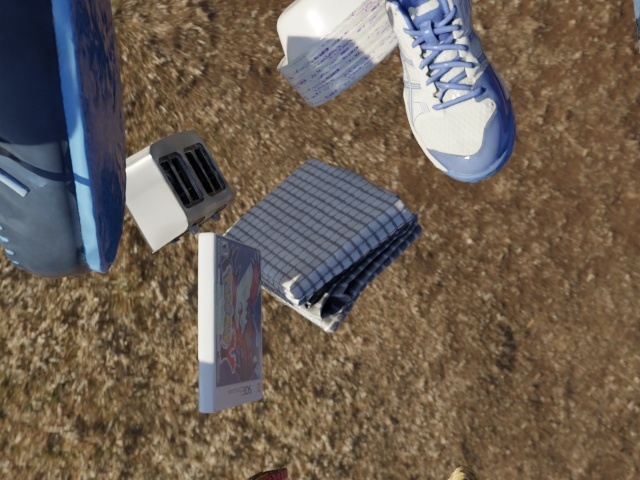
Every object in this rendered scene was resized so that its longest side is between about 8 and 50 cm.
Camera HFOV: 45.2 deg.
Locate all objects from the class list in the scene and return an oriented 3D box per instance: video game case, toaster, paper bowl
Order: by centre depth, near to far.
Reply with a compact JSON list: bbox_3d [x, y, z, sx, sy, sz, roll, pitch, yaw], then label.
[{"bbox_3d":[-0.106,0.100,0.941,0.023,0.183,0.201,-3,83,12],"label":"video game case"},{"bbox_3d":[0.043,-0.365,1.258,0.284,0.284,0.148,-42,107,0],"label":"paper bowl"},{"bbox_3d":[-0.256,-0.094,1.319,0.110,0.168,0.185,-26,96,28],"label":"toaster"}]

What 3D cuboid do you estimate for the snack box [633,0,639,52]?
[{"bbox_3d":[0.482,-0.330,1.088,0.060,0.187,0.321,-4,120,28],"label":"snack box"}]

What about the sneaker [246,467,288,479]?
[{"bbox_3d":[-0.115,0.489,1.413,0.088,0.225,0.092,-18,82,27],"label":"sneaker"}]

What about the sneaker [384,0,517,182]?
[{"bbox_3d":[0.116,-0.203,0.801,0.112,0.131,0.296,-21,69,19],"label":"sneaker"}]

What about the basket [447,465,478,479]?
[{"bbox_3d":[0.045,0.358,0.590,0.214,0.223,0.299,7,125,-45],"label":"basket"}]

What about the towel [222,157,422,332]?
[{"bbox_3d":[0.000,0.000,1.223,0.235,0.284,0.121,-41,126,-15],"label":"towel"}]

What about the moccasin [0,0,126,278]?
[{"bbox_3d":[-0.159,-0.144,0.318,0.117,0.137,0.341,-8,111,-5],"label":"moccasin"}]
